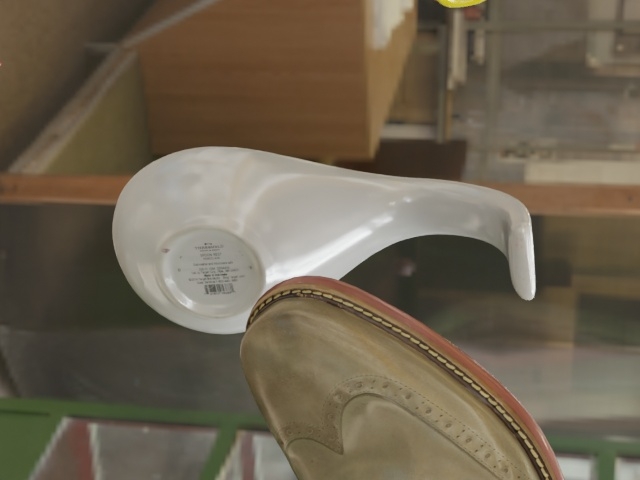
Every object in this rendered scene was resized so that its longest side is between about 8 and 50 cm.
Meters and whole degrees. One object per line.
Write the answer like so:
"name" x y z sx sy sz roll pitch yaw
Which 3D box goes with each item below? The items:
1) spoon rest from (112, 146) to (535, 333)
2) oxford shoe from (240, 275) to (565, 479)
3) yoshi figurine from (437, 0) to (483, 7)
"spoon rest" 0.000 0.000 0.879 0.084 0.276 0.137 -71 157 -58
"oxford shoe" 0.065 0.169 0.695 0.123 0.348 0.130 -46 171 35
"yoshi figurine" 0.073 -0.322 0.915 0.203 0.203 0.362 0 55 -42
